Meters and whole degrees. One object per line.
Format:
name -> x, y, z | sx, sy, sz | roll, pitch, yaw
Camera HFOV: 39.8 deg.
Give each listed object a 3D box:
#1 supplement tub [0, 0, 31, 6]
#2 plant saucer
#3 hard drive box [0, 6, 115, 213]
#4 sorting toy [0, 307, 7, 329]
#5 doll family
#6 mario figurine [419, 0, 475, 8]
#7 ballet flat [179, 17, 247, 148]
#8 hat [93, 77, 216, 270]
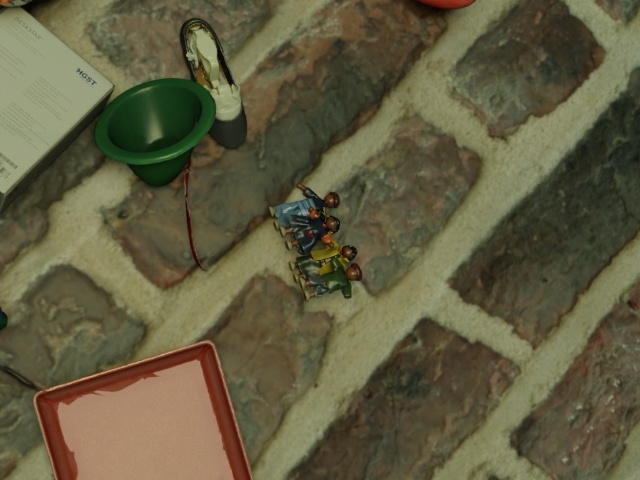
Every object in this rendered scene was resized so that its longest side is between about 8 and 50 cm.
supplement tub -> -0.403, -0.382, 1.182 | 0.117, 0.190, 0.117 | 2, 119, 4
plant saucer -> -0.241, 0.298, 1.242 | 0.258, 0.048, 0.259 | -16, 89, -16
hard drive box -> -0.423, -0.178, 1.185 | 0.181, 0.089, 0.232 | 40, 58, -7
sorting toy -> -0.488, 0.243, 1.153 | 0.127, 0.126, 0.365 | 13, 76, 14
doll family -> 0.000, 0.000, 1.325 | 0.111, 0.076, 0.193 | -20, 87, -11
mario figurine -> 0.181, -0.516, 1.372 | 0.198, 0.170, 0.320 | -20, 81, 18
ballet flat -> -0.158, -0.236, 1.308 | 0.074, 0.074, 0.203 | -19, 90, -16
hat -> -0.225, -0.104, 1.299 | 0.173, 0.183, 0.208 | 9, 51, 17
